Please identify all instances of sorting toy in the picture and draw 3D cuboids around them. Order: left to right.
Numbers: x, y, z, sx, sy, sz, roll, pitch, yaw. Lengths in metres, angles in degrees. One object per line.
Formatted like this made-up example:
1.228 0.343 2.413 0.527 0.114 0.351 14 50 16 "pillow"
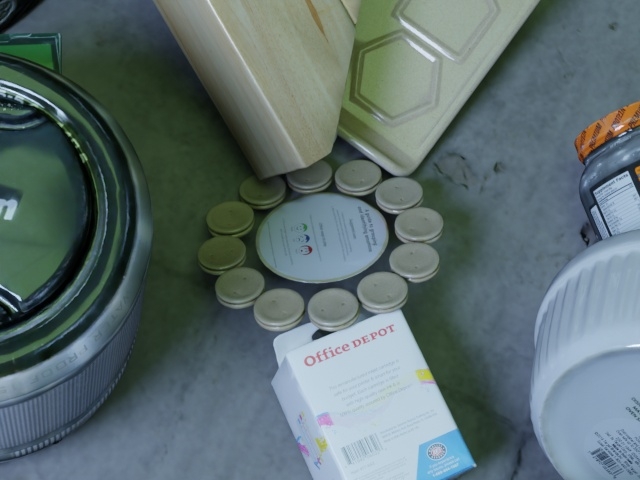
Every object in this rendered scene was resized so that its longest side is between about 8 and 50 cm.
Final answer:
0.049 -0.181 1.147 0.193 0.038 0.208 36 81 3 "sorting toy"

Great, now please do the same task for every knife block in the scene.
-0.090 -0.205 1.039 0.242 0.088 0.275 15 80 -22 "knife block"

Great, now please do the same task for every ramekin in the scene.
0.244 0.104 0.994 0.207 0.207 0.109 29 41 1 "ramekin"

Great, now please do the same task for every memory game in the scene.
0.000 0.000 1.056 0.186 0.012 0.186 -4 42 3 "memory game"

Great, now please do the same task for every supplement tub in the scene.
0.273 -0.008 1.099 0.117 0.117 0.190 -16 75 -15 "supplement tub"

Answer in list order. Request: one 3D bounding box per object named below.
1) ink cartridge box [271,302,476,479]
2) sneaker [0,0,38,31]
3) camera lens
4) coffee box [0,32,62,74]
0.031 0.122 1.025 0.092 0.090 0.143 -20 75 -16 "ink cartridge box"
-0.328 -0.196 1.044 0.385 0.145 0.147 -37 82 -21 "sneaker"
-0.222 0.021 0.916 0.219 0.274 0.219 3 71 -9 "camera lens"
-0.236 -0.090 1.001 0.113 0.184 0.040 -3 74 -13 "coffee box"
